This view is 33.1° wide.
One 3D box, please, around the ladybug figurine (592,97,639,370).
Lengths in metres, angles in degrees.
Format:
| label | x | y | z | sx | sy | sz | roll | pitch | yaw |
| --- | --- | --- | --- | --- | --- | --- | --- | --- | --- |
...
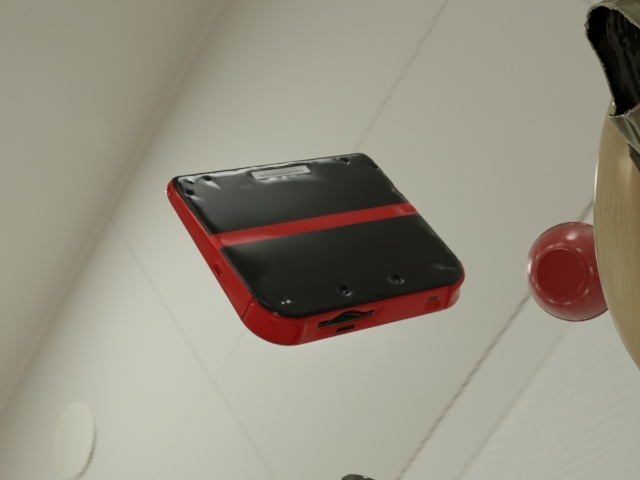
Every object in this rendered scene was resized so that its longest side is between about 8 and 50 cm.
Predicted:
| label | x | y | z | sx | sy | sz | roll | pitch | yaw |
| --- | --- | --- | --- | --- | --- | --- | --- | --- | --- |
| ladybug figurine | 0.407 | -0.040 | 0.967 | 0.162 | 0.305 | 0.449 | 8 | -89 | -61 |

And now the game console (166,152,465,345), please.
| label | x | y | z | sx | sy | sz | roll | pitch | yaw |
| --- | --- | --- | --- | --- | --- | --- | --- | --- | --- |
| game console | 0.000 | 0.000 | 1.640 | 0.386 | 0.342 | 0.060 | -10 | -45 | -34 |

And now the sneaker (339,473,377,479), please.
| label | x | y | z | sx | sy | sz | roll | pitch | yaw |
| --- | --- | --- | --- | --- | --- | --- | --- | --- | --- |
| sneaker | 0.098 | 0.408 | 1.408 | 0.227 | 0.087 | 0.130 | 43 | -120 | -12 |

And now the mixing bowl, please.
| label | x | y | z | sx | sy | sz | roll | pitch | yaw |
| --- | --- | --- | --- | --- | --- | --- | --- | --- | --- |
| mixing bowl | 0.436 | 0.058 | 1.908 | 0.181 | 0.181 | 0.098 | -58 | -23 | 17 |

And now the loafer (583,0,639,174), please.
| label | x | y | z | sx | sy | sz | roll | pitch | yaw |
| --- | --- | --- | --- | --- | --- | --- | --- | --- | --- |
| loafer | 0.264 | -0.085 | 0.828 | 0.087 | 0.251 | 0.094 | -4 | -25 | -33 |
